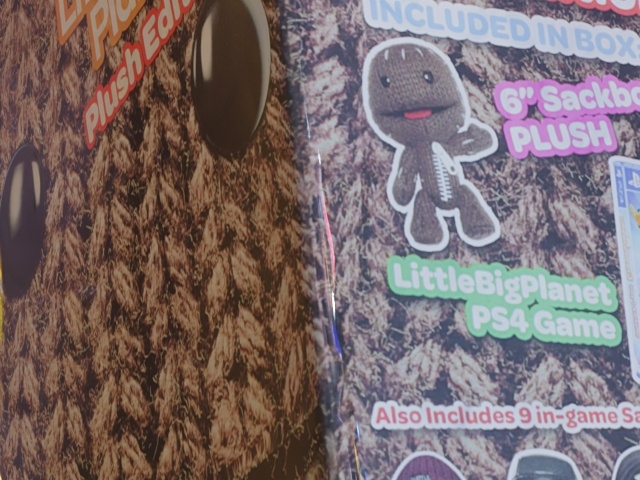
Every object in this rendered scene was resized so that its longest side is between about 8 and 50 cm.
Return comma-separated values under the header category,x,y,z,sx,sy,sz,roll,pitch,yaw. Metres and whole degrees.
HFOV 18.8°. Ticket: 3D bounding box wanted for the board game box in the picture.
category,x,y,z,sx,sy,sz,roll,pitch,yaw
board game box,0.000,0.000,0.593,0.232,0.141,0.291,-36,-124,54
